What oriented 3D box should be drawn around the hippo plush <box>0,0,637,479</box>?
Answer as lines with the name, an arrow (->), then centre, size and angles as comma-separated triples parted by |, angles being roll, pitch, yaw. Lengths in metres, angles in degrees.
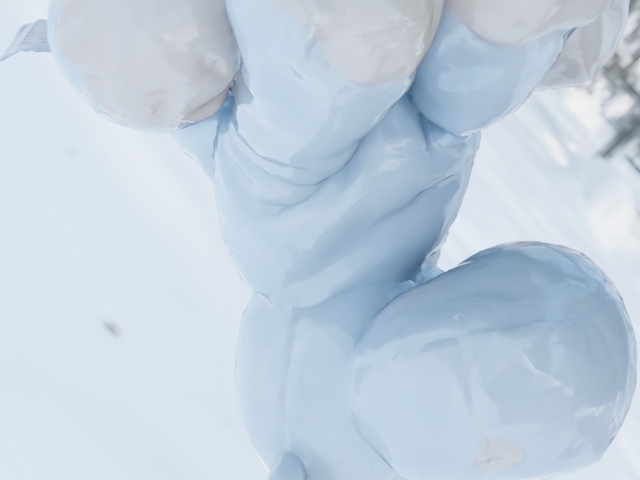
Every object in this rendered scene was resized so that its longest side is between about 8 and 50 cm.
hippo plush -> 0.000, 0.000, 0.706 | 0.234, 0.294, 0.236 | -9, 90, -57
